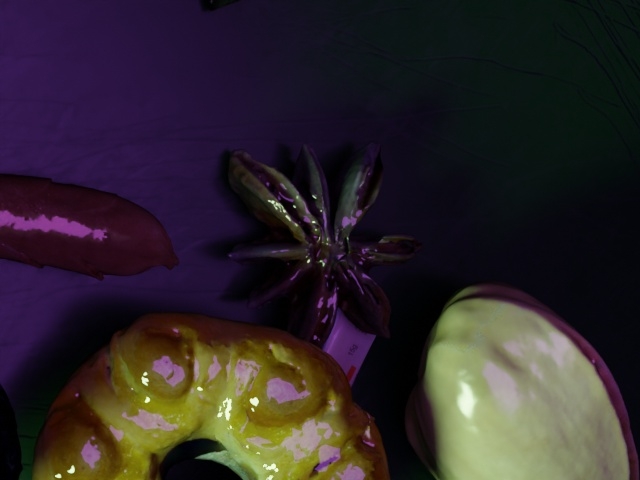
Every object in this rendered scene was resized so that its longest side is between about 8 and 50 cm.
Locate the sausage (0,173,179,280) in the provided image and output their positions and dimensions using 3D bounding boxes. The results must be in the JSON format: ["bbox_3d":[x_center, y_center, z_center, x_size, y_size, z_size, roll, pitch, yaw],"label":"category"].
[{"bbox_3d":[-0.327,-0.025,1.305,0.433,0.088,0.088,9,90,-23],"label":"sausage"}]

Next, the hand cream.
[{"bbox_3d":[0.006,0.154,1.488,0.052,0.038,0.216,35,74,-49],"label":"hand cream"}]

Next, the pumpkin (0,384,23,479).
[{"bbox_3d":[-0.401,0.154,1.136,0.363,0.363,0.266,31,83,-22],"label":"pumpkin"}]

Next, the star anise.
[{"bbox_3d":[0.000,0.000,1.443,0.236,0.093,0.229,39,76,-15],"label":"star anise"}]

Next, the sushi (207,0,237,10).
[{"bbox_3d":[-0.023,-0.358,1.346,0.215,0.212,0.227,-25,101,-19],"label":"sushi"}]

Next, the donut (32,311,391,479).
[{"bbox_3d":[-0.101,0.211,1.358,0.299,0.150,0.317,-37,99,-10],"label":"donut"}]

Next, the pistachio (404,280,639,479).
[{"bbox_3d":[0.205,0.184,1.485,0.318,0.214,0.193,54,36,-22],"label":"pistachio"}]
